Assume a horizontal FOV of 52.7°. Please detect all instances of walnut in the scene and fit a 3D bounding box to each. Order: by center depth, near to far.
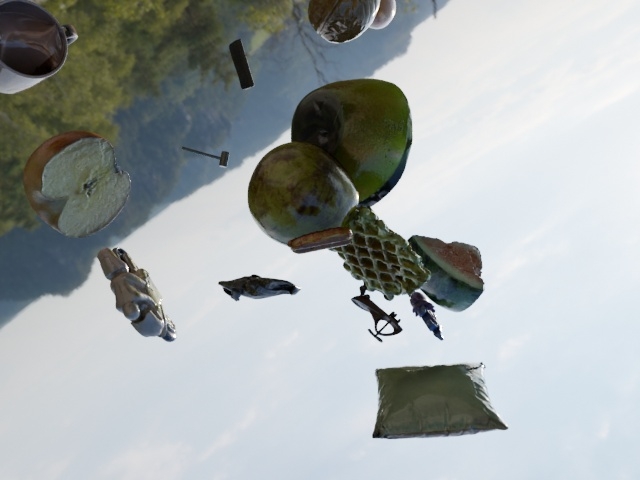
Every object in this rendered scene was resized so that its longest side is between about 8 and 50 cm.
[{"bbox_3d":[0.054,-0.565,1.536,0.167,0.167,0.207,-41,-179,-22],"label":"walnut"}]

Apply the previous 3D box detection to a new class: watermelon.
[{"bbox_3d":[0.373,0.073,1.929,0.201,0.262,0.213,-44,169,-30],"label":"watermelon"}]

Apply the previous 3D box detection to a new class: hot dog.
[{"bbox_3d":[-0.001,-0.002,1.396,0.144,0.038,0.062,-11,161,0],"label":"hot dog"}]

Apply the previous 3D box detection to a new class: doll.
[{"bbox_3d":[0.327,0.226,1.990,0.067,0.110,0.206,-39,-137,14],"label":"doll"}]

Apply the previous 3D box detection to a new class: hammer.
[{"bbox_3d":[-0.264,-0.198,1.482,0.019,0.110,0.035,0,-102,66],"label":"hammer"}]

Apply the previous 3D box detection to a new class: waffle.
[{"bbox_3d":[0.152,0.038,1.742,0.073,0.297,0.317,-49,-177,-29],"label":"waffle"}]

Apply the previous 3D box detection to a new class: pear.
[{"bbox_3d":[-0.041,-0.108,1.598,0.283,0.283,0.283,-34,-166,9],"label":"pear"},{"bbox_3d":[0.051,-0.289,1.798,0.165,0.398,0.399,9,156,-44],"label":"pear"}]

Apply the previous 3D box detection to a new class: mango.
[{"bbox_3d":[0.149,-0.665,1.768,0.102,0.141,0.217,-14,171,10],"label":"mango"}]

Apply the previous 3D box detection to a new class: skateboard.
[{"bbox_3d":[0.132,0.185,1.580,0.080,0.151,0.067,-44,151,-12],"label":"skateboard"}]

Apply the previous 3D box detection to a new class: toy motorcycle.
[{"bbox_3d":[-0.549,0.169,1.928,0.108,0.340,0.223,-32,179,7],"label":"toy motorcycle"}]

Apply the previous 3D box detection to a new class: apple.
[{"bbox_3d":[-0.671,-0.170,1.735,0.163,0.293,0.251,27,-128,26],"label":"apple"}]

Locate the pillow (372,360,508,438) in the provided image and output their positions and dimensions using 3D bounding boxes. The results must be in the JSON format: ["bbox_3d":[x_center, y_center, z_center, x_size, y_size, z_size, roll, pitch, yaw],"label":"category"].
[{"bbox_3d":[0.282,0.394,1.616,0.310,0.119,0.312,-2,-164,5],"label":"pillow"}]

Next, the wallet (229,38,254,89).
[{"bbox_3d":[-0.256,-0.570,2.096,0.018,0.156,0.082,-23,-167,-29],"label":"wallet"}]

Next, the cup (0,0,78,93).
[{"bbox_3d":[-0.742,-0.484,1.625,0.200,0.191,0.253,-8,-159,47],"label":"cup"}]

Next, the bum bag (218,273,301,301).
[{"bbox_3d":[-0.180,0.131,1.811,0.248,0.102,0.069,-9,-133,28],"label":"bum bag"}]
